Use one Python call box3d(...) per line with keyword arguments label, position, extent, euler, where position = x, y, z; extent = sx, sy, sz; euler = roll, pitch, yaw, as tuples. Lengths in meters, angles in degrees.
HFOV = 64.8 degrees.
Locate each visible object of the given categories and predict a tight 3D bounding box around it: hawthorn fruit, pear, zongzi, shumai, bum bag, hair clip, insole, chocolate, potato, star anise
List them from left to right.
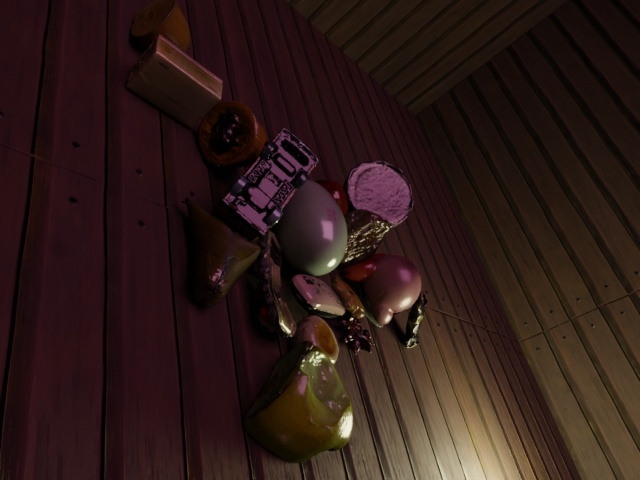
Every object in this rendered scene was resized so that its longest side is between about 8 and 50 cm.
box3d(label="potato", position=(-0.498, -0.670, 1.637), extent=(0.158, 0.178, 0.203), euler=(49, 0, -44))
box3d(label="zongzi", position=(-0.297, 0.018, 1.266), extent=(0.256, 0.115, 0.228), euler=(45, 34, -8))
box3d(label="hair clip", position=(-0.145, 0.123, 1.402), extent=(0.138, 0.091, 0.322), euler=(58, 14, -49))
box3d(label="pear", position=(-0.024, 0.408, 1.227), extent=(0.292, 0.159, 0.293), euler=(40, 33, -32))
box3d(label="hawthorn fruit", position=(0.021, -0.133, 1.857), extent=(0.179, 0.179, 0.200), euler=(61, 14, 10))
box3d(label="star anise", position=(0.108, 0.299, 1.651), extent=(0.167, 0.057, 0.168), euler=(33, 30, -22))
box3d(label="shumai", position=(0.122, -0.032, 1.841), extent=(0.183, 0.218, 0.185), euler=(29, 14, -25))
box3d(label="insole", position=(0.157, 0.240, 1.840), extent=(0.232, 0.003, 0.080), euler=(42, 31, -25))
box3d(label="chocolate", position=(0.214, -0.162, 2.117), extent=(0.302, 0.213, 0.304), euler=(7, 69, -17))
box3d(label="bum bag", position=(0.359, 0.303, 1.907), extent=(0.060, 0.233, 0.106), euler=(13, 16, 15))

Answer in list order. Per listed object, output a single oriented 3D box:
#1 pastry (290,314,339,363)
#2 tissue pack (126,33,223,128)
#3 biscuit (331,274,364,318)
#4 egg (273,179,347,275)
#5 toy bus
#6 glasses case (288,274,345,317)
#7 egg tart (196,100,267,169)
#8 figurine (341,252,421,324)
box3d(label="pastry", position=(-0.016, 0.292, 1.427), extent=(0.156, 0.092, 0.157), euler=(35, 38, -33))
box3d(label="tissue pack", position=(-0.433, -0.469, 1.506), extent=(0.234, 0.159, 0.125), euler=(32, 36, -37))
box3d(label="biscuit", position=(0.099, 0.187, 1.682), extent=(0.166, 0.036, 0.225), euler=(54, 5, 19))
box3d(label="egg", position=(-0.038, -0.052, 1.608), extent=(0.229, 0.230, 0.371), euler=(28, 32, -41))
box3d(label="toy bus", position=(-0.163, -0.148, 1.444), extent=(0.162, 0.194, 0.324), euler=(41, 57, -12))
box3d(label="glasses case", position=(-0.005, 0.171, 1.528), extent=(0.122, 0.075, 0.314), euler=(55, 10, 23))
box3d(label="egg tart", position=(-0.264, -0.318, 1.580), extent=(0.215, 0.215, 0.170), euler=(63, 18, 13))
box3d(label="figurine", position=(0.257, 0.145, 1.868), extent=(0.262, 0.211, 0.269), euler=(59, 28, 9))
